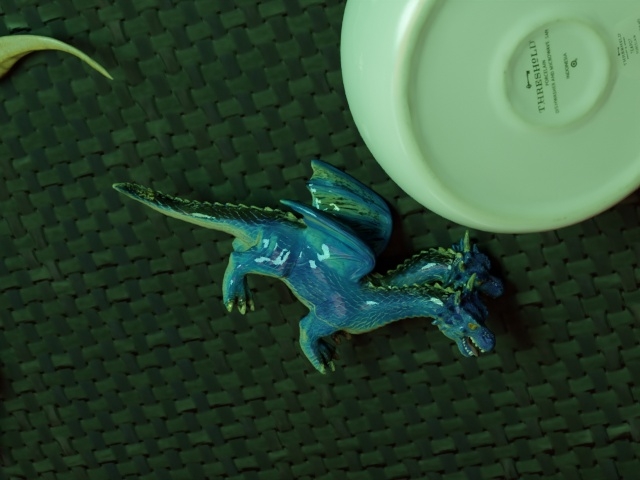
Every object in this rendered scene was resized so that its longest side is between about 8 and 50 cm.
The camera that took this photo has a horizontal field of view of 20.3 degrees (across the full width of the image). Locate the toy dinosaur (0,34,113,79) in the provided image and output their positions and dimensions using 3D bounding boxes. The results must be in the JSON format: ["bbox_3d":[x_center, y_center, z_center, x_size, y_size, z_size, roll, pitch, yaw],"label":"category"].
[{"bbox_3d":[-0.258,-0.141,1.362,0.211,0.064,0.112,-23,125,36],"label":"toy dinosaur"}]

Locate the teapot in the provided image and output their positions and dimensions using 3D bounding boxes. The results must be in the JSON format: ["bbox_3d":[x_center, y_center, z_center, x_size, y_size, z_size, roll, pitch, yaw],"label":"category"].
[{"bbox_3d":[0.115,-0.142,1.159,0.252,0.187,0.256,23,107,-26],"label":"teapot"}]

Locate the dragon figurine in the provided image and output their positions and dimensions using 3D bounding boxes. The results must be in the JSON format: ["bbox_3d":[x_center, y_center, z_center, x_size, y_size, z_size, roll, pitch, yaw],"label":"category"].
[{"bbox_3d":[0.000,0.000,1.318,0.289,0.085,0.144,38,121,-3],"label":"dragon figurine"}]
